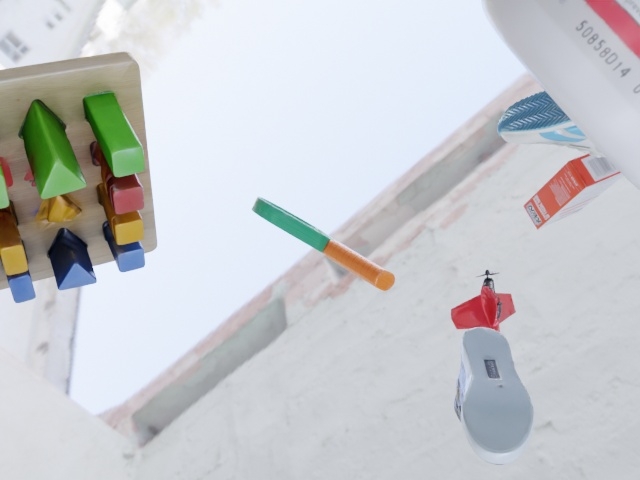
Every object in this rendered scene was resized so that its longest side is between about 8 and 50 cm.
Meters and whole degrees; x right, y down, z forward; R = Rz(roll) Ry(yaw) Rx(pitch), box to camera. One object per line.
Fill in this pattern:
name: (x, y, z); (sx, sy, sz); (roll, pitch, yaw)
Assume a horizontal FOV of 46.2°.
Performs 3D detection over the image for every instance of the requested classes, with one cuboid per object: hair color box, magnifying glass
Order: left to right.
magnifying glass: (0.000, 0.000, 0.858); (0.231, 0.092, 0.026); (34, -85, 46)
hair color box: (0.404, -0.084, 1.193); (0.093, 0.053, 0.167); (-22, 163, -18)

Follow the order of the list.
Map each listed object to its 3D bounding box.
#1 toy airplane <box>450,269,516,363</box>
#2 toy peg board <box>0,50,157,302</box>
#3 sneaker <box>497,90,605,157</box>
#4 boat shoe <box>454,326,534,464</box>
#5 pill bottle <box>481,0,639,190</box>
toy airplane: (0.211, 0.111, 0.927); (0.028, 0.151, 0.151); (-2, -133, 43)
toy peg board: (-0.178, -0.017, 0.467); (0.161, 0.161, 0.079); (-15, -134, -21)
sneaker: (0.357, -0.154, 1.020); (0.228, 0.092, 0.087); (-3, -134, 27)
boat shoe: (0.165, 0.168, 0.726); (0.065, 0.083, 0.183); (3, -152, 7)
pill bottle: (0.328, -0.231, 0.499); (0.407, 0.229, 0.229); (-43, -158, 24)
